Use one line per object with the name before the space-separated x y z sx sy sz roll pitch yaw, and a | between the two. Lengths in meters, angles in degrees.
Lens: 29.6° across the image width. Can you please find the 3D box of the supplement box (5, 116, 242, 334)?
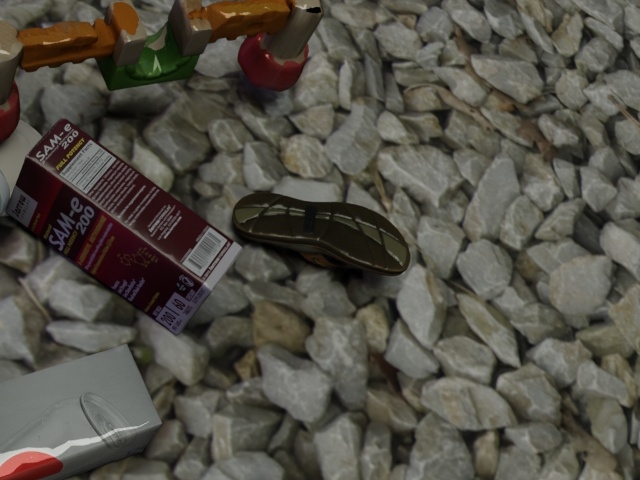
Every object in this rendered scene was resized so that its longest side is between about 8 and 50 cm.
supplement box | -0.217 -0.012 1.321 0.239 0.130 0.073 36 54 -3

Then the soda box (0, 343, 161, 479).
soda box | -0.309 0.198 1.188 0.286 0.091 0.098 -15 69 -29

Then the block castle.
block castle | -0.250 -0.299 1.441 0.453 0.213 0.303 -14 72 -27

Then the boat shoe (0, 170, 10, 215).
boat shoe | -0.464 -0.123 1.305 0.302 0.109 0.094 32 27 -7

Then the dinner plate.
dinner plate | -0.373 -0.091 1.380 0.141 0.017 0.141 11 56 -17

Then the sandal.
sandal | 0.000 0.000 1.463 0.219 0.060 0.090 9 51 -1
